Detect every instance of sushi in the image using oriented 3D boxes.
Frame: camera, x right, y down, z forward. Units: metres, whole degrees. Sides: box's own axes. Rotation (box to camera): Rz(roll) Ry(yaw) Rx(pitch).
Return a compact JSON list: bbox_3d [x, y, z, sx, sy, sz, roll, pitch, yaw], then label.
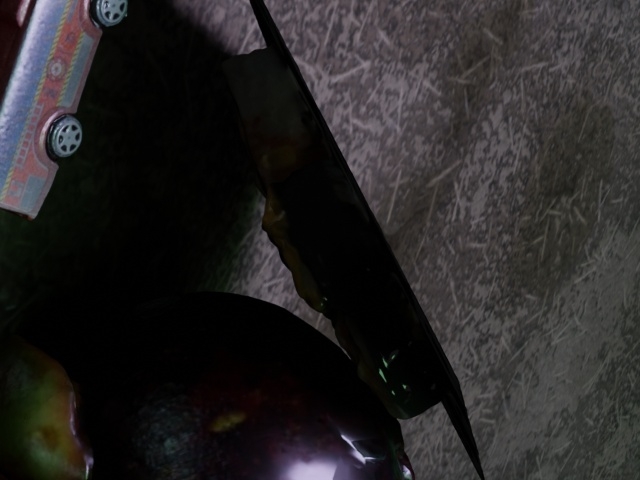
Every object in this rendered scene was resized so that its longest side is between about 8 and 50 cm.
[{"bbox_3d":[0.000,0.000,1.310,0.064,0.343,0.359,-27,161,-1],"label":"sushi"}]

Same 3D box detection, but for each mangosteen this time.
[{"bbox_3d":[-0.087,0.181,1.335,0.311,0.311,0.311,-36,136,-44],"label":"mangosteen"}]

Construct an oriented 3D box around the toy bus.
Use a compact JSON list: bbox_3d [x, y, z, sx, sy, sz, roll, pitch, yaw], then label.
[{"bbox_3d":[-0.177,-0.112,1.219,0.077,0.065,0.192,15,94,-53],"label":"toy bus"}]
